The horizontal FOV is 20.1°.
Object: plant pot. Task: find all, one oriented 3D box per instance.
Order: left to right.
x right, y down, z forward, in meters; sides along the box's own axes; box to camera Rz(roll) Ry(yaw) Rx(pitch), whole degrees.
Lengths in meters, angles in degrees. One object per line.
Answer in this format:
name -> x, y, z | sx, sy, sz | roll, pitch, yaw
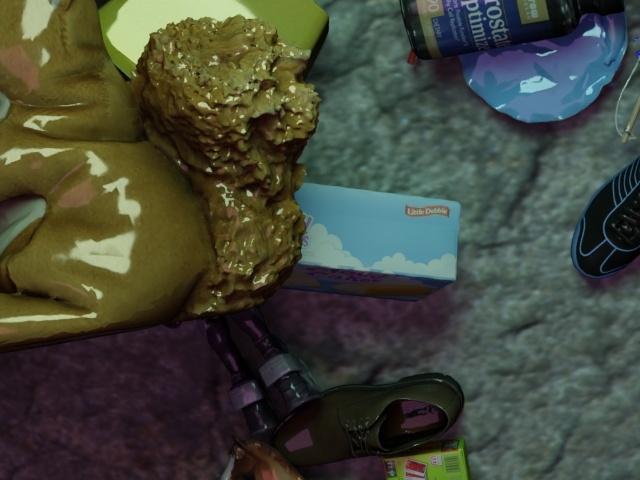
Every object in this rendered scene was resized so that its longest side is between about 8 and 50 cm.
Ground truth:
plant pot -> -0.104, -0.208, 1.902 | 0.212, 0.212, 0.187 | 43, 90, 0

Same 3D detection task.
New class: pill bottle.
pill bottle -> 0.196, -0.262, 1.857 | 0.219, 0.123, 0.122 | -9, 101, 12

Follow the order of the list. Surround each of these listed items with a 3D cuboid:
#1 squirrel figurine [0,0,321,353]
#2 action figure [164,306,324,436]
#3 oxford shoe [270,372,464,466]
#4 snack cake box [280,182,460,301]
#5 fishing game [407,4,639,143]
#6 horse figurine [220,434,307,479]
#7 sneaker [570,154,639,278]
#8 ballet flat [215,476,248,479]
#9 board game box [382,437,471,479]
squirrel figurine -> -0.198, -0.099, 1.705 | 0.397, 0.281, 0.370 | -9, 87, -3
action figure -> -0.110, 0.076, 2.017 | 0.185, 0.099, 0.285 | -30, 89, 20
oxford shoe -> 0.045, 0.207, 2.023 | 0.227, 0.096, 0.082 | -19, 101, 13
snack cake box -> 0.000, 0.000, 1.908 | 0.264, 0.152, 0.089 | 6, 79, -12
fishing game -> 0.236, -0.221, 1.934 | 0.264, 0.041, 0.189 | 17, 96, 9
horse figurine -> -0.004, 0.335, 2.033 | 0.263, 0.066, 0.174 | 19, 93, -3
sneaker -> 0.350, -0.047, 1.928 | 0.081, 0.090, 0.232 | 37, 104, -2
ballet flat -> -0.117, 0.392, 2.098 | 0.086, 0.086, 0.248 | 21, 103, 2
board game box -> 0.133, 0.322, 2.063 | 0.092, 0.043, 0.181 | -8, 101, 10
